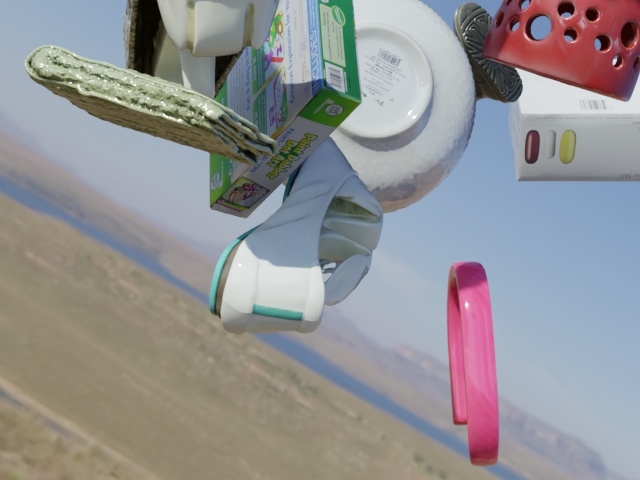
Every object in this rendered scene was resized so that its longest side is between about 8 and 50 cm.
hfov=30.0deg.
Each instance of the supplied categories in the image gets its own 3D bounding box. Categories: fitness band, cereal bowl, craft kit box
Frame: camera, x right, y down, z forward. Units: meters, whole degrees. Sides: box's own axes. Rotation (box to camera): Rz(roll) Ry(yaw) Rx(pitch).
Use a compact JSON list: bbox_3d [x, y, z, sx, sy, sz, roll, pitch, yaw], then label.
[{"bbox_3d":[0.218,0.174,1.698,0.054,0.291,0.209,-3,-15,0],"label":"fitness band"},{"bbox_3d":[0.063,-0.208,1.682,0.339,0.339,0.141,31,-9,-3],"label":"cereal bowl"},{"bbox_3d":[-0.048,-0.190,1.330,0.061,0.250,0.246,17,-36,-30],"label":"craft kit box"}]

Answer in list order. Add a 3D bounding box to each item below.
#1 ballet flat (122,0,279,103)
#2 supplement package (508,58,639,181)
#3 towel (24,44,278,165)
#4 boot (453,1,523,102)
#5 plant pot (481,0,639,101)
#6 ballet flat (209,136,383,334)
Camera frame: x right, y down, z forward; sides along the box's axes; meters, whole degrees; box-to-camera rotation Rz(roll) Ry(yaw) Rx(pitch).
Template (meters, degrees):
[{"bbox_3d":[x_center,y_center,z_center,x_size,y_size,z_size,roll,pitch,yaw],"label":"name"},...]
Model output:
[{"bbox_3d":[-0.103,-0.216,1.081,0.164,0.182,0.483,6,-16,-12],"label":"ballet flat"},{"bbox_3d":[0.480,-0.217,2.152,0.262,0.145,0.204,0,36,4],"label":"supplement package"},{"bbox_3d":[-0.108,-0.086,0.775,0.148,0.027,0.110,17,-6,19],"label":"towel"},{"bbox_3d":[0.197,-0.276,1.867,0.208,0.076,0.189,7,-48,53],"label":"boot"},{"bbox_3d":[0.313,-0.274,1.448,0.191,0.174,0.191,19,11,-4],"label":"plant pot"},{"bbox_3d":[0.000,0.000,1.310,0.139,0.139,0.400,31,27,1],"label":"ballet flat"}]
